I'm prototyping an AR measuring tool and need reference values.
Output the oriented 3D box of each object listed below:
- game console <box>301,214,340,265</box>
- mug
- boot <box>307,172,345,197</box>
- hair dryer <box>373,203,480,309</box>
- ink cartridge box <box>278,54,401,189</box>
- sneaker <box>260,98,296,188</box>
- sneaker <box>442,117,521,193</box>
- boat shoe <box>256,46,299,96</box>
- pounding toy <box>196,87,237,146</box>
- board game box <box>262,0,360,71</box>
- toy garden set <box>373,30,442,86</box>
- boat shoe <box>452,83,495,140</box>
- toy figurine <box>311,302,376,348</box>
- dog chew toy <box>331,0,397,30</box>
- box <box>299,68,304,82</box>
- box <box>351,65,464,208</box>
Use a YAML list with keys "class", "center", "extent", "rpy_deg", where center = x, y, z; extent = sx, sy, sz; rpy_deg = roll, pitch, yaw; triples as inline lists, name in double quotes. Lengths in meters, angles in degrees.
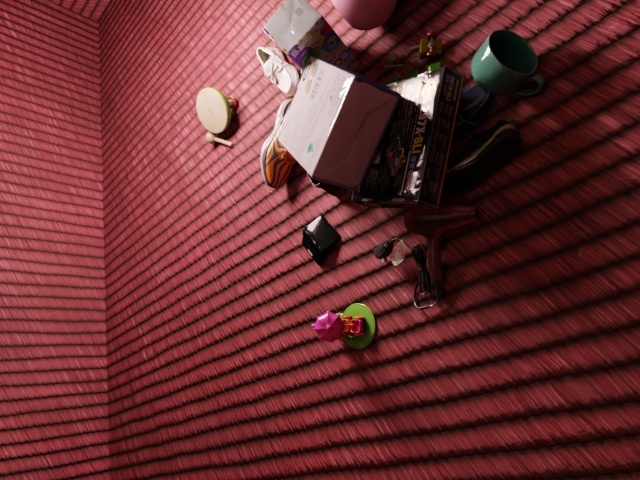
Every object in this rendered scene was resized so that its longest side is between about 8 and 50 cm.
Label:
- class: "game console"
  center: [0.000, 0.000, 1.521]
  extent: [0.122, 0.071, 0.107]
  rpy_deg: [51, 147, 38]
- class: "mug"
  center: [0.422, -0.392, 1.099]
  extent: [0.158, 0.129, 0.097]
  rpy_deg: [70, 156, 16]
- class: "boot"
  center: [0.009, -0.244, 1.491]
  extent: [0.082, 0.106, 0.219]
  rpy_deg: [-35, 60, 35]
- class: "hair dryer"
  center: [0.292, 0.012, 1.209]
  extent: [0.224, 0.080, 0.293]
  rpy_deg: [50, 123, 20]
- class: "ink cartridge box"
  center: [0.022, -0.343, 1.316]
  extent: [0.270, 0.151, 0.395]
  rpy_deg: [-65, 32, 19]
- class: "sneaker"
  center: [-0.090, -0.325, 1.591]
  extent: [0.180, 0.124, 0.321]
  rpy_deg: [17, 94, 46]
- class: "sneaker"
  center: [0.382, -0.204, 1.156]
  extent: [0.234, 0.084, 0.097]
  rpy_deg: [-37, 35, 33]
- class: "boat shoe"
  center: [-0.164, -0.619, 1.732]
  extent: [0.277, 0.096, 0.098]
  rpy_deg: [58, 133, 36]
- class: "pounding toy"
  center: [-0.411, -0.523, 1.981]
  extent: [0.182, 0.110, 0.237]
  rpy_deg: [14, 121, 34]
- class: "board game box"
  center: [-0.021, -0.585, 1.436]
  extent: [0.142, 0.275, 0.144]
  rpy_deg: [-45, 64, 14]
- class: "toy garden set"
  center: [0.244, -0.457, 1.346]
  extent: [0.244, 0.049, 0.204]
  rpy_deg: [-2, 82, 45]
- class: "boat shoe"
  center: [0.324, -0.299, 1.204]
  extent: [0.258, 0.089, 0.109]
  rpy_deg: [-44, 55, 30]
- class: "toy figurine"
  center: [0.040, 0.238, 1.332]
  extent: [0.173, 0.159, 0.130]
  rpy_deg: [-6, 78, 44]
- class: "dog chew toy"
  center: [0.187, -0.774, 1.364]
  extent: [0.331, 0.206, 0.207]
  rpy_deg: [-38, 58, 24]
- class: "box"
  center: [-0.008, -0.567, 1.625]
  extent: [0.162, 0.029, 0.116]
  rpy_deg: [-8, 76, 44]
- class: "box"
  center: [0.210, -0.243, 1.188]
  extent: [0.257, 0.079, 0.322]
  rpy_deg: [6, 84, 56]
